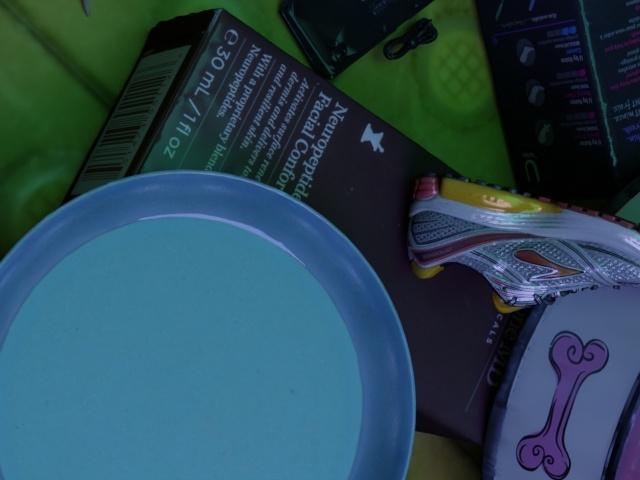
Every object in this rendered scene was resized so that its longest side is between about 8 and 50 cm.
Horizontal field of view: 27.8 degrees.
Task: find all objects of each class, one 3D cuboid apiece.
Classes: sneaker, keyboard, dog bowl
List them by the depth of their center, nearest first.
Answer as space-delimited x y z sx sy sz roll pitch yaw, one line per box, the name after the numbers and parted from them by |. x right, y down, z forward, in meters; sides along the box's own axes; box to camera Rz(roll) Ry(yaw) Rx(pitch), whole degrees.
0.173 0.015 0.981 0.225 0.088 0.093 14 92 14 | sneaker
0.325 0.140 1.128 0.408 0.150 0.408 -24 127 -37 | dog bowl
0.055 -0.209 1.138 0.180 0.023 0.108 -40 102 -22 | keyboard

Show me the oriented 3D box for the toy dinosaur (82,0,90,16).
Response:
-0.165 -0.274 0.996 0.092 0.053 0.183 28 77 -28 | toy dinosaur

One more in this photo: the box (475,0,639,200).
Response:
0.256 -0.185 1.180 0.165 0.143 0.270 -19 100 -28 | box

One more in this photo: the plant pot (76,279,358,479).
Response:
-0.132 0.111 0.962 0.234 0.165 0.165 33 75 -19 | plant pot

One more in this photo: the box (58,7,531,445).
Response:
0.000 0.000 1.046 0.381 0.143 0.191 32 76 -28 | box

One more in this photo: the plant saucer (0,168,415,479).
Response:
-0.089 0.111 0.874 0.317 0.043 0.318 2 83 -20 | plant saucer
